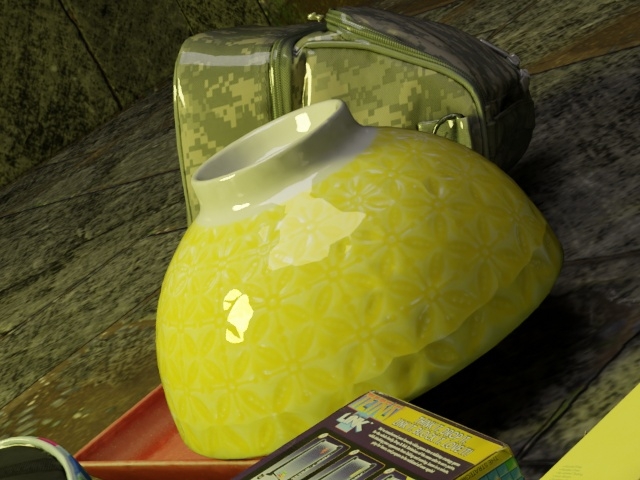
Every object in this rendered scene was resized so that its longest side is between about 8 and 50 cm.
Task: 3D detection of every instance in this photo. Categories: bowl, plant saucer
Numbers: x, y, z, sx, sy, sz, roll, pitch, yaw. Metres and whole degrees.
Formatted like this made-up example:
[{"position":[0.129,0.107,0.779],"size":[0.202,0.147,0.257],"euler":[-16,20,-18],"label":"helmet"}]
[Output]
[{"position":[0.000,0.000,1.028],"size":[0.289,0.156,0.289],"euler":[-25,14,7],"label":"bowl"},{"position":[-0.016,0.102,1.108],"size":[0.258,0.048,0.259],"euler":[-10,22,49],"label":"plant saucer"}]

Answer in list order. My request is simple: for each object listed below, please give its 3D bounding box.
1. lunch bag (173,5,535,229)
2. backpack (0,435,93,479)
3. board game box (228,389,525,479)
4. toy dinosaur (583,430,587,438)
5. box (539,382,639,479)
[{"position":[0.041,-0.091,1.304],"size":[0.256,0.213,0.305],"euler":[-2,9,14],"label":"lunch bag"},{"position":[-0.174,0.216,0.684],"size":[0.253,0.191,0.225],"euler":[-31,30,18],"label":"backpack"},{"position":[0.014,0.145,0.809],"size":[0.141,0.048,0.170],"euler":[-30,14,-16],"label":"board game box"},{"position":[0.145,0.133,0.769],"size":[0.090,0.047,0.082],"euler":[-58,3,38],"label":"toy dinosaur"},{"position":[0.167,0.107,0.685],"size":[0.232,0.087,0.058],"euler":[-35,16,-31],"label":"box"}]
